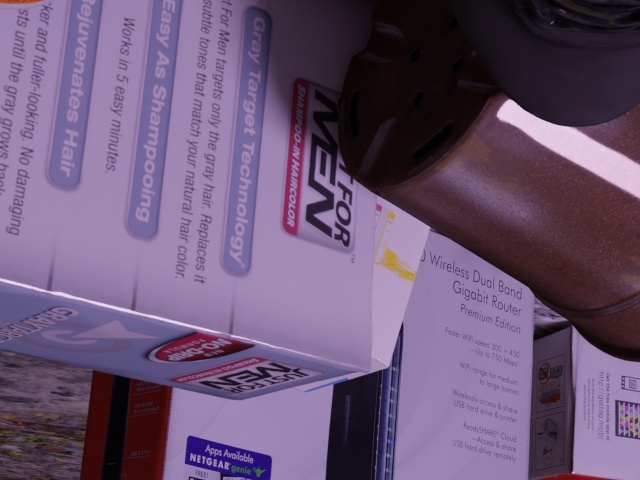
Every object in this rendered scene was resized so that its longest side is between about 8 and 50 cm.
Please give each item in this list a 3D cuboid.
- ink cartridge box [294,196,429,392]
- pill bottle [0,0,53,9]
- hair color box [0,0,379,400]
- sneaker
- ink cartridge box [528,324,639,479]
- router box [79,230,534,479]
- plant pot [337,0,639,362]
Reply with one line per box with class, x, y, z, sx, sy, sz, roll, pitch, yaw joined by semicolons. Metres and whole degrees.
ink cartridge box;0.000;0.000;0.898;0.090;0.143;0.092;29;151;-22
pill bottle;-0.098;-0.147;0.540;0.086;0.086;0.152;11;161;-20
hair color box;-0.151;-0.059;0.659;0.374;0.185;0.113;16;158;-32
sneaker;0.085;-0.110;0.471;0.109;0.130;0.286;-3;149;4
ink cartridge box;0.255;0.188;1.417;0.271;0.130;0.309;11;161;-23
router box;0.003;0.127;1.013;0.082;0.301;0.335;-13;156;43
plant pot;0.108;-0.049;0.696;0.165;0.167;0.167;24;155;-30
